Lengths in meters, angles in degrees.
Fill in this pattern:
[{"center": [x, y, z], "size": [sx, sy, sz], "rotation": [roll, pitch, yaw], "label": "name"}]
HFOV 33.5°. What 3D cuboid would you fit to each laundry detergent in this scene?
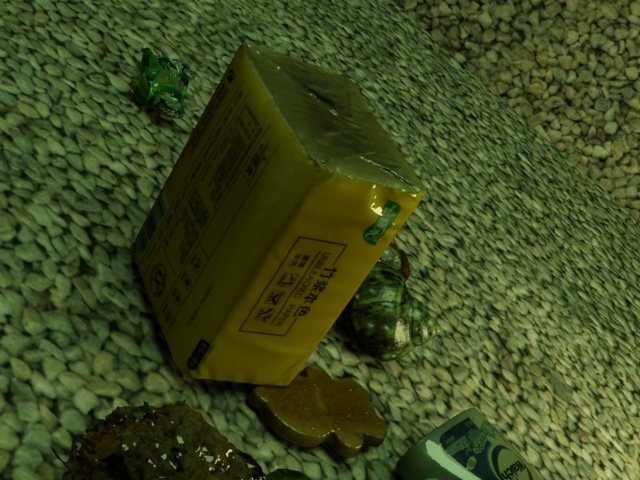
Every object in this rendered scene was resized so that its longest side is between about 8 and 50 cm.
[{"center": [0.258, 0.398, 1.583], "size": [0.280, 0.105, 0.214], "rotation": [51, 33, 17], "label": "laundry detergent"}]

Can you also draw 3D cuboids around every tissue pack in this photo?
[{"center": [-0.072, -0.031, 1.477], "size": [0.228, 0.382, 0.293], "rotation": [9, 36, -36], "label": "tissue pack"}]

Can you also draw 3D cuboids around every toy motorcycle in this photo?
[{"center": [-0.288, -0.282, 1.915], "size": [0.106, 0.074, 0.190], "rotation": [20, 34, -17], "label": "toy motorcycle"}]

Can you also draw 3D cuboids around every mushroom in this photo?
[{"center": [0.111, 0.037, 1.957], "size": [0.123, 0.052, 0.123], "rotation": [29, 24, -14], "label": "mushroom"}]

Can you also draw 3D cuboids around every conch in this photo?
[{"center": [0.108, 0.113, 1.779], "size": [0.181, 0.124, 0.187], "rotation": [46, 21, 3], "label": "conch"}]

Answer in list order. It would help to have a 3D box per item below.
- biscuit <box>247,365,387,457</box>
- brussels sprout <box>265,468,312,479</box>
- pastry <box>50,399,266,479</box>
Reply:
[{"center": [-0.006, 0.249, 1.548], "size": [0.225, 0.036, 0.166], "rotation": [9, 39, -40], "label": "biscuit"}, {"center": [-0.063, 0.343, 1.301], "size": [0.181, 0.100, 0.139], "rotation": [28, 45, -27], "label": "brussels sprout"}, {"center": [-0.160, 0.294, 1.135], "size": [0.274, 0.193, 0.275], "rotation": [20, 42, -20], "label": "pastry"}]
